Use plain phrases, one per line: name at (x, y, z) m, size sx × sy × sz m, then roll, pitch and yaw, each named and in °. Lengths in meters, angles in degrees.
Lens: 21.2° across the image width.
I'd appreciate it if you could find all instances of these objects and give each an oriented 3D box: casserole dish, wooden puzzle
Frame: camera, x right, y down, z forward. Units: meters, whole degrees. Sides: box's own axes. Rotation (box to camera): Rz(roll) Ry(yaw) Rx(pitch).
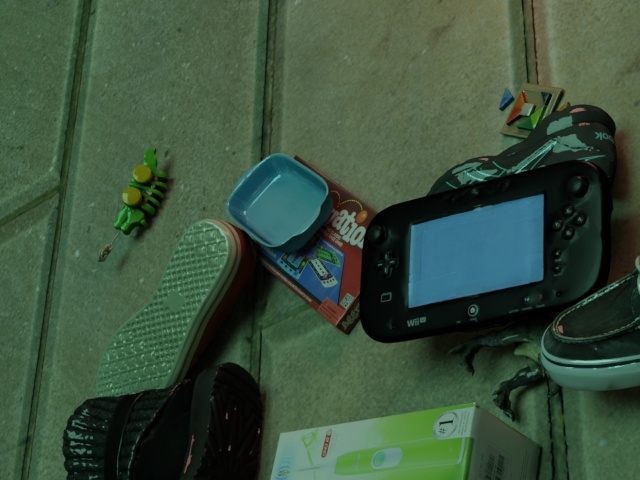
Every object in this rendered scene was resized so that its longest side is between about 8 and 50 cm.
casserole dish at (-0.049, -0.045, 2.203) m, size 0.114 × 0.037 × 0.188 m, roll -48°, pitch 36°, yaw -4°
wooden puzzle at (0.250, -0.155, 2.032) m, size 0.116 × 0.014 × 0.078 m, roll 6°, pitch 67°, yaw 50°

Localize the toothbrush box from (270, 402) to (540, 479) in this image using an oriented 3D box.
toothbrush box at (0.074, 0.301, 1.798) m, size 0.283 × 0.122 × 0.206 m, roll -15°, pitch 53°, yaw 43°

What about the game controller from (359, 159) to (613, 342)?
game controller at (0.175, 0.017, 1.854) m, size 0.319 × 0.067 × 0.166 m, roll -14°, pitch 54°, yaw 37°

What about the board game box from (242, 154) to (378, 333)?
board game box at (0.000, 0.000, 2.180) m, size 0.145 × 0.027 × 0.281 m, roll -54°, pitch 37°, yaw 1°

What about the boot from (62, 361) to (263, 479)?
boot at (-0.212, 0.320, 2.082) m, size 0.260 × 0.131 × 0.348 m, roll -19°, pitch 40°, yaw 30°

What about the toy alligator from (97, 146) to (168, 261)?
toy alligator at (-0.263, -0.045, 2.484) m, size 0.051 × 0.056 × 0.189 m, roll 20°, pitch 75°, yaw 10°

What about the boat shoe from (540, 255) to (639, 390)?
boat shoe at (0.354, 0.043, 1.652) m, size 0.335 × 0.119 × 0.121 m, roll -22°, pitch 35°, yaw 24°

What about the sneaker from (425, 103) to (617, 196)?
sneaker at (0.218, -0.050, 1.920) m, size 0.267 × 0.101 × 0.106 m, roll -34°, pitch 45°, yaw 27°

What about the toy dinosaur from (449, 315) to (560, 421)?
toy dinosaur at (0.213, 0.116, 1.837) m, size 0.118 × 0.064 × 0.268 m, roll -43°, pitch 36°, yaw 2°

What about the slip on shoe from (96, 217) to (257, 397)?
slip on shoe at (-0.186, 0.115, 2.248) m, size 0.123 × 0.101 × 0.331 m, roll 41°, pitch 109°, yaw 26°
